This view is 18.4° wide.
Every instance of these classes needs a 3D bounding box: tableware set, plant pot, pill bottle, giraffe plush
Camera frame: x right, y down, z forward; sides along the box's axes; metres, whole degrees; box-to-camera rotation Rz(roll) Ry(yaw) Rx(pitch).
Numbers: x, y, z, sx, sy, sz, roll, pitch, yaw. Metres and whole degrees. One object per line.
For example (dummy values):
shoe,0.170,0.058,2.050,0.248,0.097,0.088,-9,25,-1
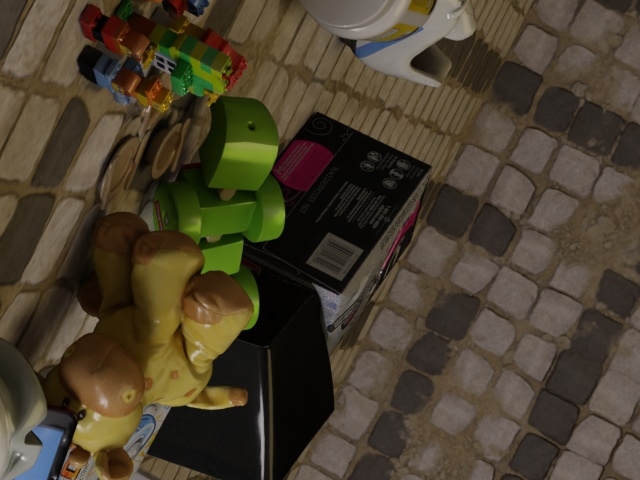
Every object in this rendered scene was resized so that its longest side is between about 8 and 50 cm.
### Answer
tableware set,-0.139,-0.104,1.715,0.141,0.020,0.169,-68,169,27
plant pot,-0.094,0.136,2.151,0.187,0.188,0.167,-49,152,-53
pill bottle,0.046,-0.259,1.968,0.119,0.119,0.208,-64,170,9
giraffe plush,-0.175,0.106,1.700,0.170,0.181,0.210,-40,140,-38

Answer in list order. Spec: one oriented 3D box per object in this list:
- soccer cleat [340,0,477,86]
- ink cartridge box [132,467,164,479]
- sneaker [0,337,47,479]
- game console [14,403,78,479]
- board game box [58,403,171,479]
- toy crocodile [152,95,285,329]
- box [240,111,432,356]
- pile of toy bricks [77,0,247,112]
soccer cleat,0.122,-0.303,2.167,0.116,0.143,0.331,-55,167,-36
ink cartridge box,-0.222,0.422,2.355,0.226,0.131,0.306,-60,171,-19
sneaker,-0.313,0.212,1.458,0.146,0.122,0.330,-28,149,-42
game console,-0.278,0.202,1.621,0.124,0.085,0.144,-45,160,-61
board game box,-0.224,0.206,1.919,0.201,0.035,0.136,-63,150,-11
toy crocodile,-0.116,0.005,1.913,0.115,0.105,0.340,-8,140,-24
box,0.000,0.000,2.280,0.247,0.163,0.142,-54,165,-41
pile of toy bricks,-0.107,-0.145,1.522,0.118,0.105,0.212,-60,170,-15
